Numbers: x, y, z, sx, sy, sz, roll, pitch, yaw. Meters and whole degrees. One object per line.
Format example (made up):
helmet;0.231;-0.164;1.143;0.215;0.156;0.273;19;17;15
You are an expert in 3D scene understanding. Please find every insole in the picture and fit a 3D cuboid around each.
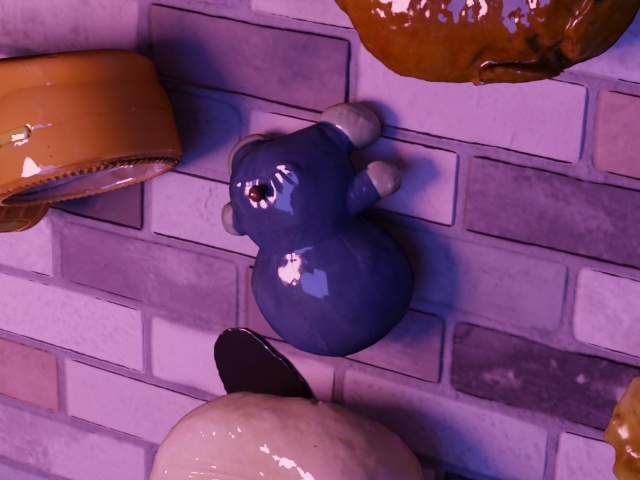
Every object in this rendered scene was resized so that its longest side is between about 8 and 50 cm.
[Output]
insole;-0.016;0.251;1.932;0.119;0.009;0.348;-37;91;37

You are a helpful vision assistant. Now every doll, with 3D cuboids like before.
doll;0.000;0.000;1.737;0.228;0.154;0.258;-15;111;29

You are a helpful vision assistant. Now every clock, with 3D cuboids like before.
clock;-0.314;-0.121;1.791;0.317;0.244;0.200;-11;91;29

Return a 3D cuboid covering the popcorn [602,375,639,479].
popcorn;0.396;0.228;1.566;0.249;0.225;0.249;13;123;21

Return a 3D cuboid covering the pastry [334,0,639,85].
pastry;0.153;-0.301;1.495;0.356;0.164;0.356;14;120;26

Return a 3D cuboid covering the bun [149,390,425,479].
bun;-0.026;0.333;1.843;0.361;0.213;0.361;6;101;36
